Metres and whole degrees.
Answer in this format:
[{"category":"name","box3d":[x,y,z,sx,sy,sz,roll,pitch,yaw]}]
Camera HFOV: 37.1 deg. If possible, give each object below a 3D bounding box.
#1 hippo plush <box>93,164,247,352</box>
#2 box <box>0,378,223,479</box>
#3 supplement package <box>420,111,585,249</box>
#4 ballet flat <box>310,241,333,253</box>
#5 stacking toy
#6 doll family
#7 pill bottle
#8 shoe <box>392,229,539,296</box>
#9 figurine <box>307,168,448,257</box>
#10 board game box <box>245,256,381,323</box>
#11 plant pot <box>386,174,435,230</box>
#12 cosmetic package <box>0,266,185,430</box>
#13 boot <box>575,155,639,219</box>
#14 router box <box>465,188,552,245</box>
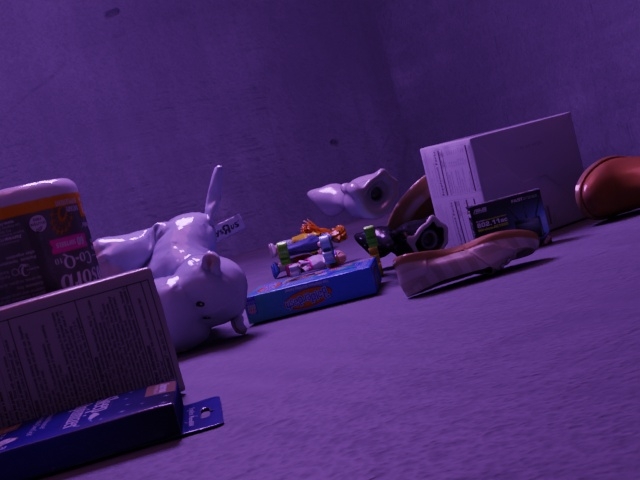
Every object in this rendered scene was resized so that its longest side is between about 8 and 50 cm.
[{"category":"hippo plush","box3d":[-0.196,0.084,1.480,0.294,0.234,0.236,-31,38,-16]},{"category":"box","box3d":[-0.206,0.177,0.906,0.225,0.036,0.136,-14,3,-7]},{"category":"supplement package","box3d":[0.346,-0.106,1.765,0.262,0.204,0.145,-17,6,-32]},{"category":"ballet flat","box3d":[0.000,0.000,2.783,0.077,0.077,0.231,2,1,0]},{"category":"stacking toy","box3d":[0.019,0.025,1.657,0.167,0.052,0.221,-13,-21,3]},{"category":"doll family","box3d":[-0.024,0.011,2.200,0.163,0.118,0.263,-15,3,-14]},{"category":"pill bottle","box3d":[-0.352,0.072,1.203,0.162,0.278,0.162,-15,4,1]},{"category":"shoe","box3d":[0.213,0.034,1.370,0.219,0.058,0.076,-11,-17,-8]},{"category":"figurine","box3d":[0.092,-0.038,1.742,0.092,0.215,0.209,-57,22,-19]},{"category":"board game box","box3d":[-0.009,0.080,1.565,0.210,0.047,0.160,-14,3,8]},{"category":"plant pot","box3d":[0.235,-0.056,1.872,0.236,0.032,0.236,-25,-35,-19]},{"category":"cosmetic package","box3d":[-0.320,0.140,1.046,0.296,0.153,0.129,-15,1,-29]},{"category":"boot","box3d":[0.596,-0.099,1.611,0.284,0.109,0.220,-8,4,-26]},{"category":"router box","box3d":[0.307,-0.026,1.558,0.123,0.092,0.038,-15,3,1]}]
